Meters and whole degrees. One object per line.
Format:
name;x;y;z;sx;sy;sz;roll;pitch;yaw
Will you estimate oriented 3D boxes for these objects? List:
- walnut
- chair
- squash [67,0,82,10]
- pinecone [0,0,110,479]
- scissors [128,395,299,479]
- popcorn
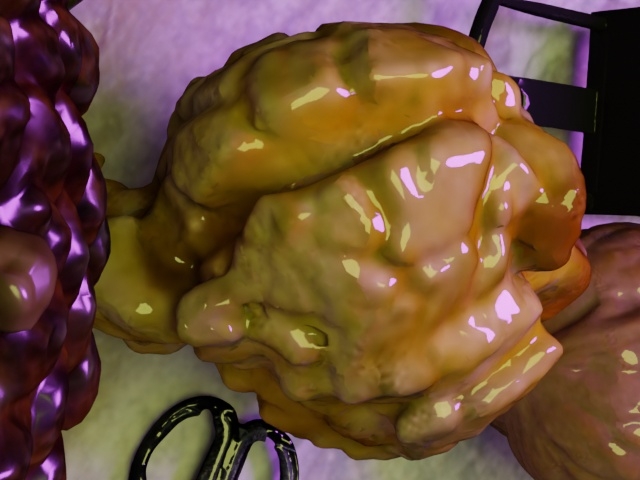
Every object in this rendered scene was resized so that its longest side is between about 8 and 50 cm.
walnut;0.203;0.085;0.999;0.213;0.213;0.213;-1;92;-29
chair;0.231;-0.087;1.024;0.260;0.141;0.155;5;88;-39
squash;-0.107;-0.208;0.873;0.331;0.087;0.087;-42;110;-19
pinecone;-0.262;0.001;0.639;0.397;0.397;0.398;-1;92;-29
scissors;-0.104;0.241;0.923;0.109;0.022;0.300;27;78;-23
popcorn;0.000;0.000;0.846;0.332;0.265;0.225;2;60;-11
